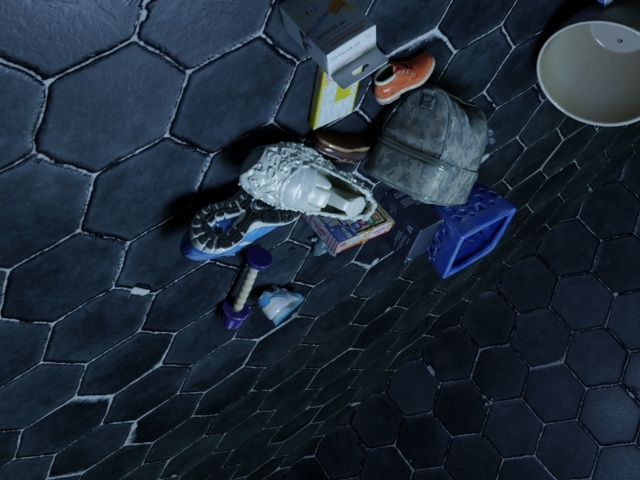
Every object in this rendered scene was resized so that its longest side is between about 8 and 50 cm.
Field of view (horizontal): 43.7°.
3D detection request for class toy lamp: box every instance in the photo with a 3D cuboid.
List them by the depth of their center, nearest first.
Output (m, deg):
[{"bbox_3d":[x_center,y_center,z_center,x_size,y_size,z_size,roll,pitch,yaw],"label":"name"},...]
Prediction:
[{"bbox_3d":[-0.197,0.130,2.055,0.080,0.080,0.275,-18,147,-41],"label":"toy lamp"}]

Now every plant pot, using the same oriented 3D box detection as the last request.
[{"bbox_3d":[0.420,-0.060,2.451,0.236,0.212,0.236,-28,154,-27],"label":"plant pot"}]

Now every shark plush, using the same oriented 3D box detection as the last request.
[{"bbox_3d":[0.000,0.000,2.143,0.067,0.073,0.161,-9,161,5],"label":"shark plush"}]

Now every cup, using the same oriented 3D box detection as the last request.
[{"bbox_3d":[0.767,-0.504,2.100,0.237,0.331,0.331,-59,168,-31],"label":"cup"}]

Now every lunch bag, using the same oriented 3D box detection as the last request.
[{"bbox_3d":[0.276,-0.235,1.927,0.305,0.212,0.256,2,115,-61],"label":"lunch bag"}]

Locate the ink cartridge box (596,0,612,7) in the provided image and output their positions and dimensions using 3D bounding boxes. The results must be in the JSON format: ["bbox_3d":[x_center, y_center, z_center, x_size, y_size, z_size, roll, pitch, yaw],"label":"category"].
[{"bbox_3d":[0.655,-0.643,1.891,0.046,0.097,0.207,-42,156,6],"label":"ink cartridge box"}]

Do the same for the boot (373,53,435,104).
[{"bbox_3d":[0.183,-0.368,1.743,0.158,0.059,0.085,-36,152,-5],"label":"boot"}]

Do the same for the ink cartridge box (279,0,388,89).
[{"bbox_3d":[0.024,-0.356,1.367,0.104,0.181,0.062,-35,156,-11],"label":"ink cartridge box"}]

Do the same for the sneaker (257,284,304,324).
[{"bbox_3d":[-0.111,0.167,2.243,0.087,0.092,0.228,-45,176,9],"label":"sneaker"}]

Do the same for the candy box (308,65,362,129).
[{"bbox_3d":[0.034,-0.322,1.640,0.105,0.027,0.206,-25,153,-24],"label":"candy box"}]

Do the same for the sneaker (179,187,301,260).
[{"bbox_3d":[-0.178,-0.048,1.736,0.330,0.130,0.147,-26,177,-42],"label":"sneaker"}]

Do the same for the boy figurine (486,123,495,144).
[{"bbox_3d":[0.360,-0.218,2.231,0.285,0.092,0.177,-40,157,4],"label":"boy figurine"}]

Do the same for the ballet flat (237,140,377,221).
[{"bbox_3d":[-0.002,-0.113,1.708,0.147,0.147,0.409,-48,152,20],"label":"ballet flat"}]

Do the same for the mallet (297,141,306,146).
[{"bbox_3d":[-0.015,-0.188,1.806,0.062,0.039,0.189,-47,160,25],"label":"mallet"}]

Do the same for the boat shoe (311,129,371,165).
[{"bbox_3d":[0.043,-0.201,1.811,0.207,0.073,0.073,0,133,-56],"label":"boat shoe"}]

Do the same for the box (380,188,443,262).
[{"bbox_3d":[0.246,-0.051,2.278,0.093,0.158,0.156,-25,154,-30],"label":"box"}]

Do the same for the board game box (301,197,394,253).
[{"bbox_3d":[0.069,-0.059,2.015,0.193,0.147,0.045,-21,151,-35],"label":"board game box"}]
